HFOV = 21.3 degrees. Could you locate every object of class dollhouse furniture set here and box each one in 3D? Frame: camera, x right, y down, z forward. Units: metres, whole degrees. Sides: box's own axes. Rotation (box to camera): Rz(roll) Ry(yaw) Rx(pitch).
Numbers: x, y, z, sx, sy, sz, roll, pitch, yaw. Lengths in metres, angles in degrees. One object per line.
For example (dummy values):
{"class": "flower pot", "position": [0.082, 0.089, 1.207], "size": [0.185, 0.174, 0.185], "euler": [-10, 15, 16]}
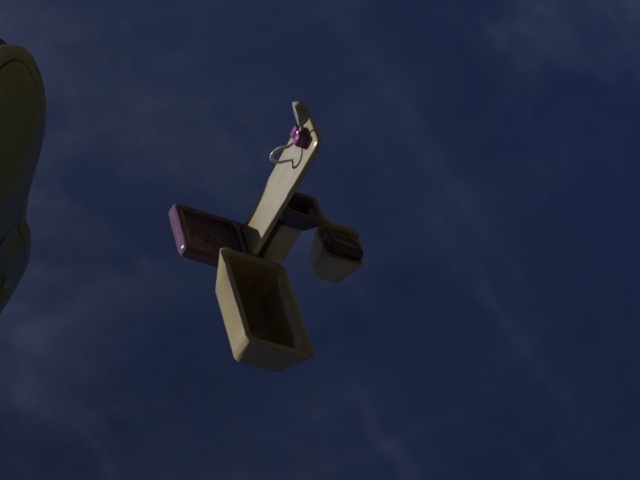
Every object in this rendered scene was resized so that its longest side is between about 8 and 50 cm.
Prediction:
{"class": "dollhouse furniture set", "position": [0.000, 0.000, 0.729], "size": [0.091, 0.081, 0.114], "euler": [17, -151, -25]}

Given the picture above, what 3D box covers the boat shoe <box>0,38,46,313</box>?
{"class": "boat shoe", "position": [-0.196, -0.028, 0.893], "size": [0.079, 0.233, 0.084], "euler": [31, -125, 6]}
